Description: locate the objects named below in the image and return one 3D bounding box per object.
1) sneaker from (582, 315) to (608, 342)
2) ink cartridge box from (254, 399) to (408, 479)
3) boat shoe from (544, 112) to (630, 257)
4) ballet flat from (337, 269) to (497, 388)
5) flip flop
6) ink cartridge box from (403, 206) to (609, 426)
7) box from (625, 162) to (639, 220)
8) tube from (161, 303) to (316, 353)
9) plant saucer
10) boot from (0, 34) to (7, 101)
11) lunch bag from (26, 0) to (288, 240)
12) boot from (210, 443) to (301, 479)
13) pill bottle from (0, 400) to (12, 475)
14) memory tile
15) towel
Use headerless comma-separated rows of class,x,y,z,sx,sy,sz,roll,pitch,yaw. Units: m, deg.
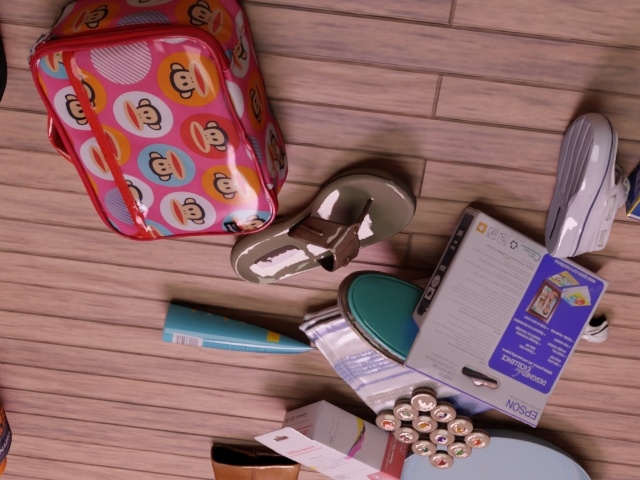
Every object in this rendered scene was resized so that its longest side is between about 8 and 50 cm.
sneaker,0.337,0.111,1.496,0.083,0.032,0.037,0,122,1
ink cartridge box,0.015,0.296,1.678,0.198,0.067,0.115,29,149,-22
boat shoe,0.312,-0.064,1.293,0.075,0.083,0.226,-4,147,-5
ballet flat,0.139,0.130,1.447,0.316,0.108,0.106,26,159,-20
flip flop,0.000,0.000,1.388,0.277,0.080,0.112,-25,127,29
ink cartridge box,0.222,0.096,1.395,0.206,0.045,0.208,27,90,-19
box,0.400,-0.091,1.253,0.054,0.059,0.169,18,135,-7
tube,-0.111,0.132,1.557,0.207,0.052,0.080,12,176,-5
plant saucer,0.264,0.382,1.770,0.317,0.044,0.318,4,135,4
boot,-0.438,-0.242,1.200,0.178,0.085,0.236,6,136,5
lunch bag,-0.187,-0.134,1.260,0.258,0.120,0.293,-3,133,17
boot,-0.048,0.438,1.863,0.264,0.096,0.280,11,129,8
pill bottle,-0.539,0.271,1.706,0.130,0.130,0.246,3,136,5
memory tile,0.162,0.274,1.638,0.148,0.012,0.113,38,126,-21
towel,0.127,0.165,1.574,0.209,0.034,0.285,-19,132,22
